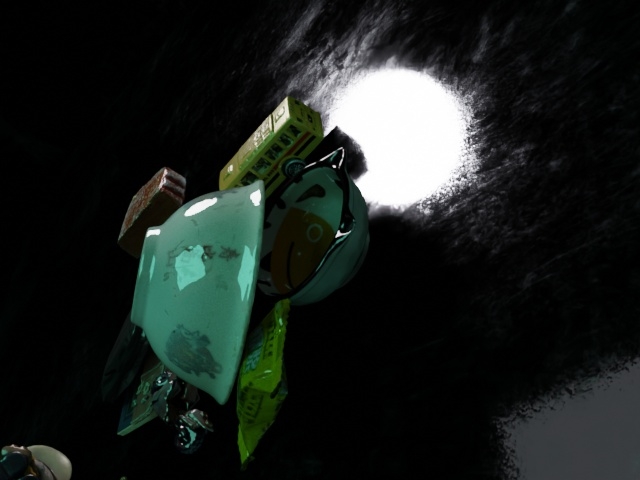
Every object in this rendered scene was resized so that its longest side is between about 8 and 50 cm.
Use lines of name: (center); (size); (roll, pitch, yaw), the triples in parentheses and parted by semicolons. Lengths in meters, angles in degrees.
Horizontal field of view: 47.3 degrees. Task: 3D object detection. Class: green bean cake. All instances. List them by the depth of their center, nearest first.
green bean cake: (-0.487, -0.087, 2.145); (0.232, 0.097, 0.199); (-37, 36, 35)

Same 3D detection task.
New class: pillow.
pillow: (-0.373, 0.294, 1.647); (0.126, 0.043, 0.233); (-36, 37, 39)

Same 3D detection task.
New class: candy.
candy: (-0.104, 0.245, 1.235); (0.187, 0.081, 0.297); (-94, 21, -44)

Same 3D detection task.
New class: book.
book: (-0.407, 0.312, 1.749); (0.191, 0.025, 0.269); (-34, 39, 36)

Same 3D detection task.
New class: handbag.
handbag: (-0.444, 0.241, 1.715); (0.192, 0.074, 0.332); (-86, 21, -44)

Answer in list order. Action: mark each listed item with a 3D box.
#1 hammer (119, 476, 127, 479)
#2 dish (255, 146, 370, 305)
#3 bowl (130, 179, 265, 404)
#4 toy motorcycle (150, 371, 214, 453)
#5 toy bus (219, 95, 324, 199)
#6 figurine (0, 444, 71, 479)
hammer: (-0.434, 0.572, 1.582); (0.029, 0.014, 0.123); (-45, 35, 41)
dish: (0.000, 0.000, 1.308); (0.303, 0.120, 0.303); (-34, 41, 37)
bowl: (-0.243, 0.080, 1.374); (0.435, 0.195, 0.435); (-170, 90, -79)
toy motorcycle: (-0.274, 0.326, 1.478); (0.118, 0.084, 0.212); (-45, 45, 2)
toy bus: (-0.130, -0.163, 1.644); (0.335, 0.123, 0.121); (-43, 34, 26)
figurine: (-0.729, 0.598, 1.751); (0.204, 0.185, 0.332); (-34, -12, -9)
